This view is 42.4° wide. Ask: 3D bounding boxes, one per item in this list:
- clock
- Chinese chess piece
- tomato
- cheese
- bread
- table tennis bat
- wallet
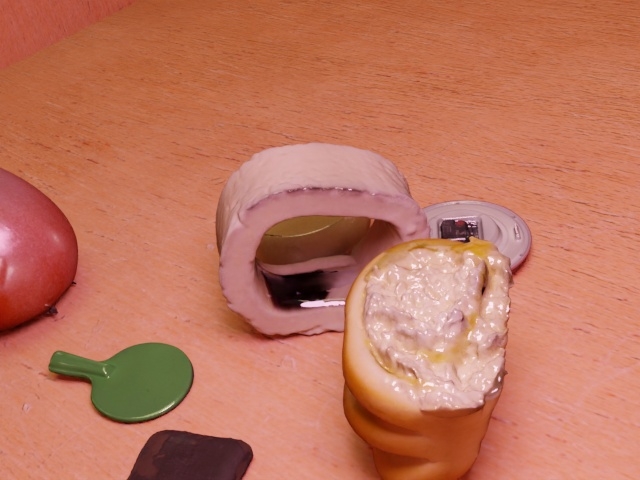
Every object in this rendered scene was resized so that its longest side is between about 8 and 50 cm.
[{"bbox_3d":[0.246,0.001,1.445,0.244,0.056,0.244,-8,36,6],"label":"clock"},{"bbox_3d":[-0.030,-0.038,1.541,0.250,0.097,0.251,-8,35,6],"label":"Chinese chess piece"},{"bbox_3d":[-0.618,0.014,1.486,0.341,0.273,0.341,-8,35,6],"label":"tomato"},{"bbox_3d":[0.000,0.001,1.329,0.332,0.292,0.153,-3,35,-8],"label":"cheese"},{"bbox_3d":[0.126,0.156,1.091,0.211,0.270,0.316,13,48,8],"label":"bread"},{"bbox_3d":[-0.326,0.219,1.332,0.257,0.039,0.160,9,41,18],"label":"table tennis bat"},{"bbox_3d":[-0.213,0.377,1.077,0.165,0.042,0.309,5,39,19],"label":"wallet"}]
